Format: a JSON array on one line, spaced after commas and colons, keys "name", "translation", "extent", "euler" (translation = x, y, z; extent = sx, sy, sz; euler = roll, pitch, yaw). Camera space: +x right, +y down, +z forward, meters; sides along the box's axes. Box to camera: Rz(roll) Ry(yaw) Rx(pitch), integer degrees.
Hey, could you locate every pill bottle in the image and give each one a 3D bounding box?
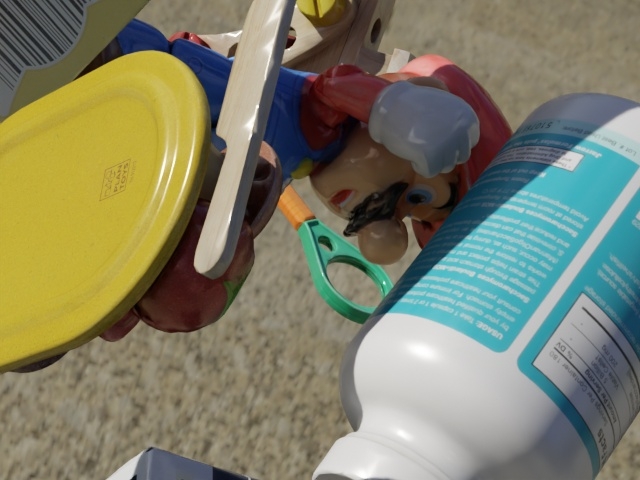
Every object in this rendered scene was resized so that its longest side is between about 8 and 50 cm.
[{"name": "pill bottle", "translation": [0.108, 0.054, 0.810], "extent": [0.146, 0.146, 0.264], "euler": [36, 64, 9]}]

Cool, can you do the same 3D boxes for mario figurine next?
[{"name": "mario figurine", "translation": [-0.019, -0.046, 0.953], "extent": [0.320, 0.170, 0.198], "euler": [10, 17, -17]}]

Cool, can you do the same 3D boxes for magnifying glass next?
[{"name": "magnifying glass", "translation": [0.000, 0.000, 1.644], "extent": [0.092, 0.026, 0.231], "euler": [-14, 56, -46]}]

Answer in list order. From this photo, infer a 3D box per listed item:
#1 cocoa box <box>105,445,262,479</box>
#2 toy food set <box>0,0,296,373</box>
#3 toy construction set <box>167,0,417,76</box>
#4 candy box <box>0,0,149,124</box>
[{"name": "cocoa box", "translation": [-0.109, 0.392, 1.250], "extent": [0.228, 0.231, 0.347], "euler": [21, 50, -29]}, {"name": "toy food set", "translation": [-0.074, -0.002, 0.599], "extent": [0.071, 0.218, 0.128], "euler": [31, 54, -38]}, {"name": "toy construction set", "translation": [0.022, -0.212, 1.174], "extent": [0.237, 0.309, 0.257], "euler": [26, 65, 23]}, {"name": "candy box", "translation": [-0.113, -0.215, 0.786], "extent": [0.316, 0.087, 0.183], "euler": [-47, 42, -9]}]
